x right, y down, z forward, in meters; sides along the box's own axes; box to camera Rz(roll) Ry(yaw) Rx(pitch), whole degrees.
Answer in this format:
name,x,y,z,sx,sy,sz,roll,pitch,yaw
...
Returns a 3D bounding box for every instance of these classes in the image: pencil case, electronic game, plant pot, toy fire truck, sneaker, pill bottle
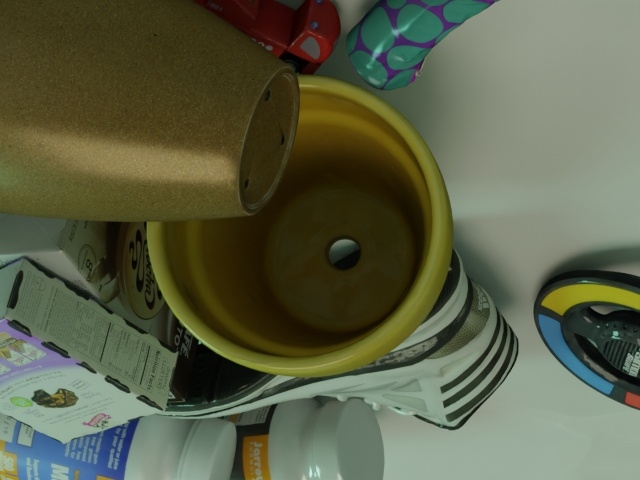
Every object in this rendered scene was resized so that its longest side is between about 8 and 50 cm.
name,x,y,z,sx,sy,sz,roll,pitch,yaw
pencil case,0.086,-0.183,1.187,0.070,0.064,0.152,36,142,-12
electronic game,0.328,0.110,1.537,0.229,0.048,0.229,25,150,15
plant pot,-0.153,-0.111,1.150,0.254,0.237,0.237,15,150,16
toy fire truck,-0.056,-0.213,1.191,0.192,0.047,0.135,23,146,-19
sneaker,0.010,0.154,1.631,0.448,0.169,0.257,-16,138,30
pill bottle,-0.244,0.239,1.742,0.272,0.152,0.152,12,148,11
pill bottle,-0.073,0.274,1.846,0.278,0.162,0.162,-10,143,27
plant pot,0.000,0.000,1.327,0.254,0.254,0.239,2,173,12

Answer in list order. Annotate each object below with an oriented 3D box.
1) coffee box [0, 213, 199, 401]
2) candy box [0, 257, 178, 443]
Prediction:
name,x,y,z,sx,sy,sz,roll,pitch,yaw
coffee box,-0.226,0.025,1.493,0.119,0.168,0.297,-3,146,19
candy box,-0.264,0.111,1.416,0.165,0.070,0.196,-22,136,39
